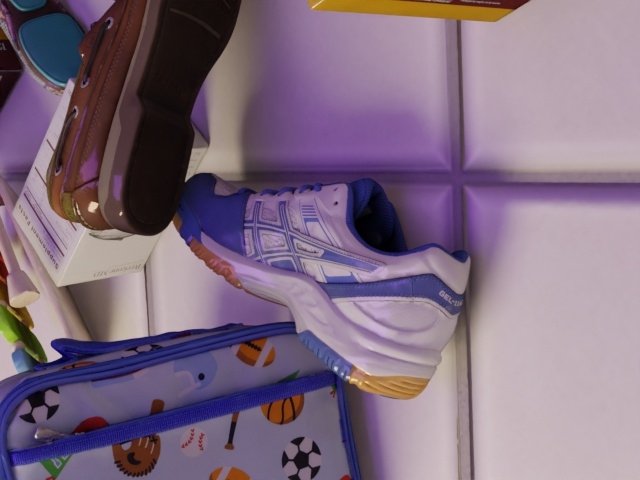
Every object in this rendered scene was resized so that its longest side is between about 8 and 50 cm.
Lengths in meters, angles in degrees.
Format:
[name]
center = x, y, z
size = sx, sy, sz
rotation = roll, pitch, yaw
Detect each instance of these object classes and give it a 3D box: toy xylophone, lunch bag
[toy xylophone]
center = -0.330, 0.034, 1.105
size = 0.323, 0.081, 0.236
rotation = 58, 172, 29
[lunch bag]
center = -0.118, 0.185, 0.822
size = 0.115, 0.303, 0.243
rotation = -5, 94, 61

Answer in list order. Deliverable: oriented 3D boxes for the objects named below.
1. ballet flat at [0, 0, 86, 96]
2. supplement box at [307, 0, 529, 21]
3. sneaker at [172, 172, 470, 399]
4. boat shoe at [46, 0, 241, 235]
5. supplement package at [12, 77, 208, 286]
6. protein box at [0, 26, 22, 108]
[ballet flat]
center = -0.303, -0.222, 1.114
size = 0.221, 0.077, 0.079
rotation = 55, 149, 19
[supplement box]
center = 0.101, -0.234, 0.616
size = 0.194, 0.191, 0.129
rotation = -27, 77, 43
[sneaker]
center = 0.000, 0.000, 0.837
size = 0.296, 0.112, 0.131
rotation = 34, 102, 35
[boat shoe]
center = -0.152, -0.158, 0.871
size = 0.104, 0.111, 0.307
rotation = 9, 74, 29
[supplement package]
center = -0.206, -0.057, 1.015
size = 0.105, 0.105, 0.179
rotation = 52, 129, 24
[protein box]
center = -0.485, -0.216, 1.249
size = 0.201, 0.136, 0.200
rotation = -45, 65, 40
